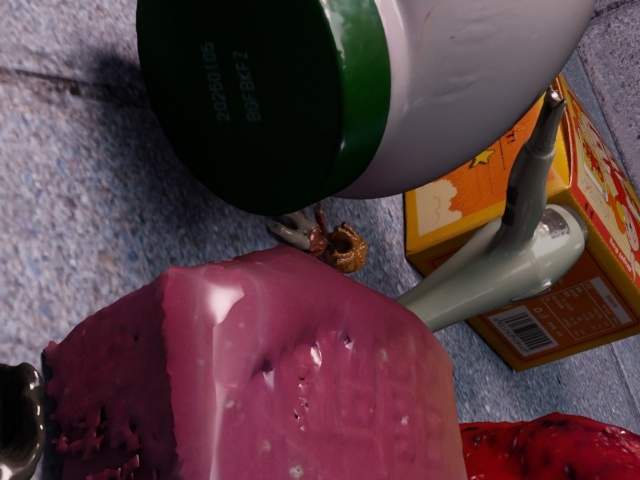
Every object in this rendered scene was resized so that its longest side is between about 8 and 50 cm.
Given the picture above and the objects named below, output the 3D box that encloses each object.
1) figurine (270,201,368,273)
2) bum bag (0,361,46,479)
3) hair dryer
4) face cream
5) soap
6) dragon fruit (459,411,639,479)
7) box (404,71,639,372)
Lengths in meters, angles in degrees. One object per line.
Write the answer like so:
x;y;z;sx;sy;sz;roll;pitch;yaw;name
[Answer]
0.000;0.000;0.821;0.109;0.047;0.064;27;75;-44;figurine
-0.145;0.165;0.368;0.142;0.080;0.326;3;67;-58;bum bag
0.137;0.001;0.852;0.092;0.229;0.267;51;-3;33;hair dryer
0.059;-0.172;0.739;0.219;0.312;0.357;40;45;24;face cream
-0.015;0.125;0.596;0.325;0.127;0.220;34;43;-49;soap
0.171;0.269;0.683;0.240;0.330;0.302;-5;75;-40;dragon fruit
0.256;-0.037;1.142;0.283;0.214;0.259;45;35;-38;box
